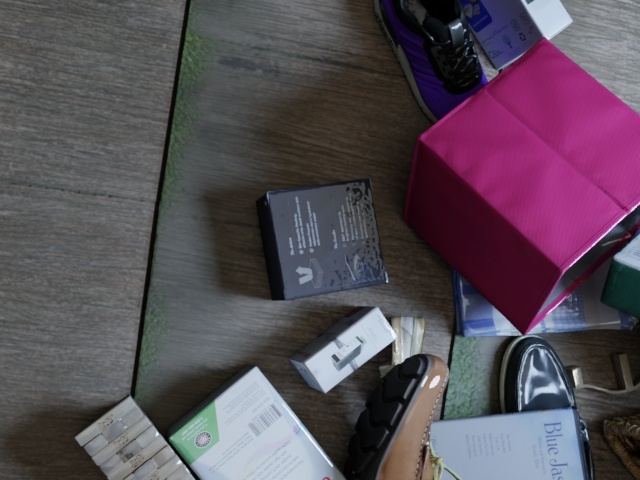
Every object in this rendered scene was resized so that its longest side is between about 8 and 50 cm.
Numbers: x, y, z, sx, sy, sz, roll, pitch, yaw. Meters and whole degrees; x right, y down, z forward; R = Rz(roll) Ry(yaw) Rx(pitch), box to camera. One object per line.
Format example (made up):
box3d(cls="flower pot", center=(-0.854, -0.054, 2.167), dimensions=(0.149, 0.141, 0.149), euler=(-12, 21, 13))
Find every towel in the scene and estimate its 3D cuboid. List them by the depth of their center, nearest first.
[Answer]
box3d(cls="towel", center=(0.347, 0.043, 1.348), dimensions=(0.285, 0.034, 0.209), euler=(-3, 85, -2))

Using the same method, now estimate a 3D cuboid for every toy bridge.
box3d(cls="toy bridge", center=(0.489, 0.213, 1.400), dimensions=(0.188, 0.026, 0.063), euler=(-13, 91, -15))

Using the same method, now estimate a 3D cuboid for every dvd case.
box3d(cls="dvd case", center=(0.263, 0.347, 1.271), dimensions=(0.253, 0.022, 0.180), euler=(-10, 87, 16))

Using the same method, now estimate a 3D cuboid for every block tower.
box3d(cls="block tower", center=(-0.196, 0.365, 1.183), dimensions=(0.091, 0.097, 0.335), euler=(-38, 96, -14))

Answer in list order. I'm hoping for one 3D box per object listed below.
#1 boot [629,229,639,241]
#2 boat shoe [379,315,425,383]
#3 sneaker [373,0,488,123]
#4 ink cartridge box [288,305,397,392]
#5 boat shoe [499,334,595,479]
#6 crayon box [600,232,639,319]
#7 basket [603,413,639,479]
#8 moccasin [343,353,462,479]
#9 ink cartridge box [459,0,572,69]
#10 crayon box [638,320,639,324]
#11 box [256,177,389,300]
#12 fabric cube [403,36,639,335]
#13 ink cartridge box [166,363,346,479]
box3d(cls="boot", center=(0.516, -0.092, 1.418), dimensions=(0.086, 0.069, 0.190), euler=(18, 90, -17))
box3d(cls="boat shoe", center=(0.117, 0.194, 1.296), dimensions=(0.059, 0.063, 0.170), euler=(10, 91, 10))
box3d(cls="sneaker", center=(0.186, -0.285, 1.305), dimensions=(0.102, 0.146, 0.293), euler=(-35, 94, -14))
box3d(cls="ink cartridge box", center=(0.031, 0.156, 1.253), dimensions=(0.135, 0.099, 0.056), euler=(-36, 95, -13))
box3d(cls="boat shoe", center=(0.357, 0.313, 1.313), dimensions=(0.127, 0.113, 0.340), euler=(-2, 86, -14))
box3d(cls="crayon box", center=(0.590, 0.082, 1.216), dimensions=(0.203, 0.323, 0.083), euler=(-28, 134, -45))
box3d(cls="basket", center=(0.593, 0.366, 1.272), dimensions=(0.223, 0.299, 0.213), euler=(-7, 90, -18))
box3d(cls="moccasin", center=(0.112, 0.344, 1.214), dimensions=(0.147, 0.139, 0.380), euler=(15, 91, -13))
box3d(cls="ink cartridge box", center=(0.235, -0.432, 1.321), dimensions=(0.065, 0.165, 0.333), euler=(-37, 96, -14))
box3d(cls="crayon box", center=(0.634, 0.144, 1.298), dimensions=(0.202, 0.318, 0.081), euler=(-6, 118, -16))
box3d(cls="box", center=(0.000, 0.000, 1.262), dimensions=(0.158, 0.093, 0.156), euler=(-9, 88, -16))
box3d(cls="fabric cube", center=(0.302, -0.070, 1.220), dimensions=(0.259, 0.254, 0.258), euler=(-39, 70, -14))
box3d(cls="ink cartridge box", center=(-0.090, 0.303, 1.213), dimensions=(0.154, 0.093, 0.212), euler=(-39, 94, -13))
